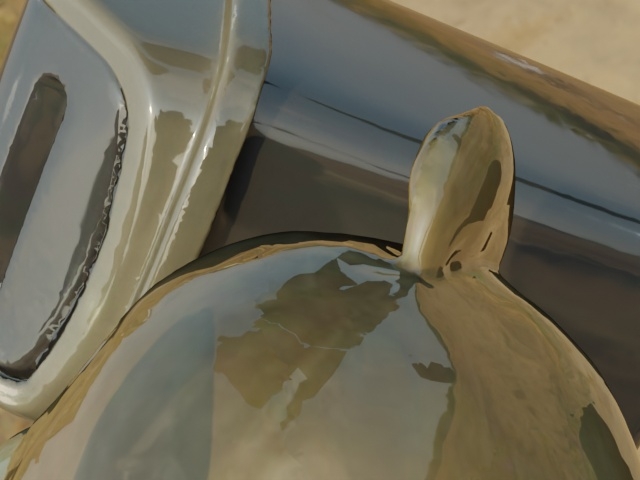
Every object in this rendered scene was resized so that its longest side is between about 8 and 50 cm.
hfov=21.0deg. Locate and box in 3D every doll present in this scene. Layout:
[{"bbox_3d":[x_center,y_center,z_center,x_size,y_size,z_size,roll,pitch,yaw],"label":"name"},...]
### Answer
[{"bbox_3d":[-0.034,0.124,0.348,0.174,0.235,0.330,18,42,23],"label":"doll"}]

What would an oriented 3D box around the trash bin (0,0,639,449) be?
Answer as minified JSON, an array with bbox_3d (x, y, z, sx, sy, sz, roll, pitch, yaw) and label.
[{"bbox_3d":[0.000,0.000,0.713,0.182,0.290,0.209,-94,26,-58],"label":"trash bin"}]
